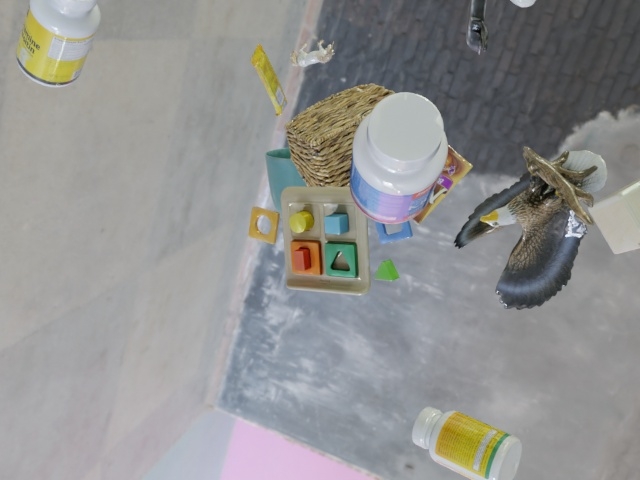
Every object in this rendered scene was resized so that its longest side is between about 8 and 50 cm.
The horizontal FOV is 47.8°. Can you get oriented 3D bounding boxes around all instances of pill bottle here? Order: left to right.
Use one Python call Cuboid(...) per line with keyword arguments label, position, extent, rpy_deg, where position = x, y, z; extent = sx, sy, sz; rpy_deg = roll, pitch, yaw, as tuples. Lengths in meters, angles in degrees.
Cuboid(label="pill bottle", position=(-0.400, -0.329, 1.110), extent=(0.184, 0.103, 0.103), rpy_deg=(-45, -170, 47))
Cuboid(label="pill bottle", position=(0.103, -0.108, 0.967), extent=(0.221, 0.124, 0.124), rpy_deg=(85, 27, -76))
Cuboid(label="pill bottle", position=(0.303, 0.429, 1.515), extent=(0.118, 0.209, 0.117), rpy_deg=(-22, 120, -45))

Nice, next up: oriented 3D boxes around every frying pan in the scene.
Cuboid(label="frying pan", position=(0.358, -0.482, 1.649), extent=(0.197, 0.053, 0.326), rpy_deg=(81, 19, -57))

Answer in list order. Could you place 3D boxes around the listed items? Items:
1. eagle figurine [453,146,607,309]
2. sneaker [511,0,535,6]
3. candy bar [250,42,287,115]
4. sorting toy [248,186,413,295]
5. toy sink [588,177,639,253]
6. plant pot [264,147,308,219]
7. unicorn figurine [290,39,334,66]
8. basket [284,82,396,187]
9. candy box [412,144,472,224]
Cuboid(label="eagle figurine", position=(0.396, -0.041, 1.386), extent=(0.298, 0.225, 0.226), rpy_deg=(98, 9, -53))
Cuboid(label="sneaker", position=(0.419, -0.607, 1.529), extent=(0.094, 0.090, 0.235), rpy_deg=(-108, 176, -64))
Cuboid(label="candy bar", position=(-0.088, -0.277, 1.268), extent=(0.161, 0.018, 0.040), rpy_deg=(62, 44, -60))
Cuboid(label="sorting toy", position=(0.000, 0.000, 1.322), extent=(0.047, 0.348, 0.195), rpy_deg=(-13, 104, -58))
Cuboid(label="toy sink", position=(0.718, -0.080, 1.512), extent=(0.234, 0.131, 0.153), rpy_deg=(-28, 174, -7))
Cuboid(label="plant pot", position=(-0.034, -0.173, 2.367), extent=(0.293, 0.293, 0.234), rpy_deg=(-41, 133, -67))
Cuboid(label="unicorn figurine", position=(-0.011, -0.530, 2.051), extent=(0.060, 0.162, 0.111), rpy_deg=(50, 29, -32))
Cuboid(label="basket", position=(0.074, -0.253, 1.915), extent=(0.299, 0.213, 0.222), rpy_deg=(-30, 126, -16))
Cuboid(label="candy box", position=(0.253, -0.138, 1.693), extent=(0.186, 0.109, 0.053), rpy_deg=(-48, 175, 4))
